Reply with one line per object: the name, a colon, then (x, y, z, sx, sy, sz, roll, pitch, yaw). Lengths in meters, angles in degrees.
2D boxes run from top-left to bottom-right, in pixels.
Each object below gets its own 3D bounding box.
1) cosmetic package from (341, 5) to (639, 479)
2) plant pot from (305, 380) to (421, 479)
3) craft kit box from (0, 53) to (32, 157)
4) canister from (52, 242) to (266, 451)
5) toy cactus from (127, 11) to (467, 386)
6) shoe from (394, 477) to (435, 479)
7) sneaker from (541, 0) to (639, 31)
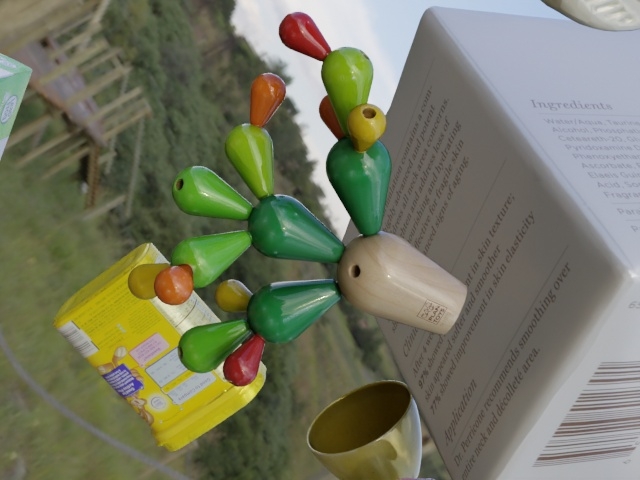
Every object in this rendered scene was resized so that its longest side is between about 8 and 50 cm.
cosmetic package: (0.263, 0.011, 0.939, 0.393, 0.328, 0.329, -114, -148, -42)
plant pot: (0.064, 0.240, 1.073, 0.095, 0.134, 0.134, 63, -2, -17)
craft kit box: (-0.391, -0.056, 0.918, 0.061, 0.249, 0.246, 24, 17, -5)
canister: (-0.152, 0.100, 0.882, 0.170, 0.126, 0.073, 51, 13, -17)
toy cactus: (0.000, 0.000, 0.532, 0.181, 0.219, 0.112, 26, 7, -5)
shoe: (0.141, 0.298, 0.966, 0.178, 0.063, 0.081, 24, 30, -35)
sneaker: (0.235, -0.217, 0.479, 0.148, 0.350, 0.131, -122, -158, -47)
